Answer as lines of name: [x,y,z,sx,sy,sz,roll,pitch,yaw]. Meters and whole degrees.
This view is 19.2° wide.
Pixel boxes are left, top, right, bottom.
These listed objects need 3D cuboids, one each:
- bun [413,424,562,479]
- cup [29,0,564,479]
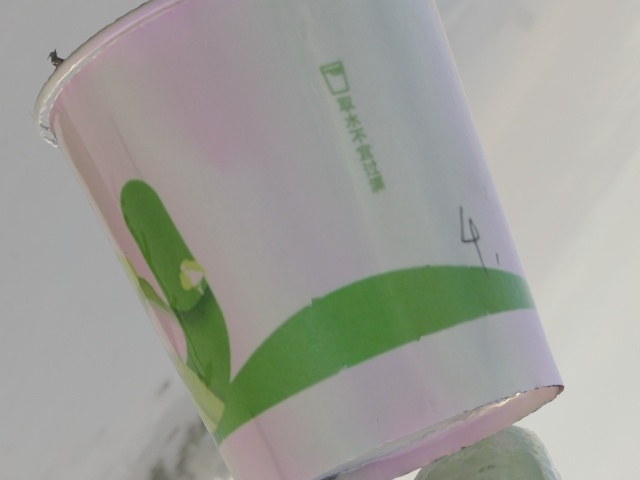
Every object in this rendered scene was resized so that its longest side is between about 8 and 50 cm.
bun: [0.113,0.271,1.202,0.187,0.293,0.293,-25,-177,5]
cup: [0.000,0.000,1.063,0.253,0.274,0.253,-23,168,-5]
